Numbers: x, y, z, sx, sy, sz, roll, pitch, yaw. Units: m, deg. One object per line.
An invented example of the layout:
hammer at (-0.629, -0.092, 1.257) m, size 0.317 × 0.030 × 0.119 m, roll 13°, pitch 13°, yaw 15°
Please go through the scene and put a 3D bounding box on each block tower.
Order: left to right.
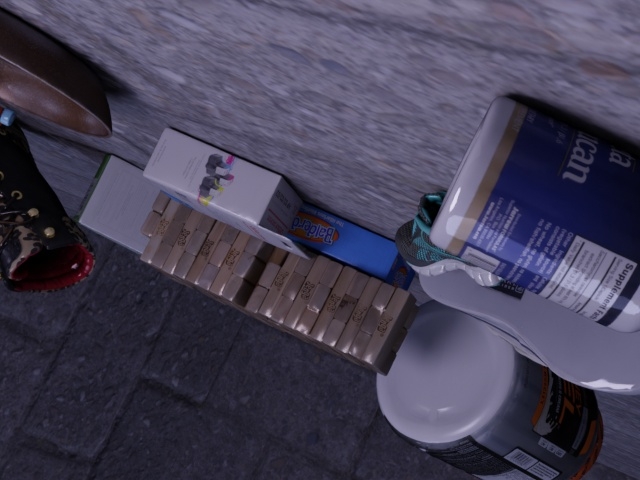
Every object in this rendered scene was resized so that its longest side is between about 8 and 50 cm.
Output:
block tower at (-0.049, 0.048, 1.492) m, size 0.335 × 0.091 × 0.097 m, roll 23°, pitch 172°, yaw 27°

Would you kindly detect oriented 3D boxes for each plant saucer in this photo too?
plant saucer at (-0.338, -0.193, 1.304) m, size 0.310 × 0.050 × 0.310 m, roll 26°, pitch 174°, yaw 3°

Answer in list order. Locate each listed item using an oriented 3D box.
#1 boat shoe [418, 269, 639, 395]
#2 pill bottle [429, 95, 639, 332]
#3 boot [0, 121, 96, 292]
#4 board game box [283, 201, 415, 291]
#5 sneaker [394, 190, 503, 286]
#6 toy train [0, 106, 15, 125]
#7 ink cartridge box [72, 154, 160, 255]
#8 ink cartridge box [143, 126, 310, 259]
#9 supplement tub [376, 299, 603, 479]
boat shoe at (0.198, 0.064, 1.118) m, size 0.088 × 0.096 × 0.267 m, roll 27°, pitch 175°, yaw -43°
pill bottle at (0.155, -0.006, 0.740) m, size 0.169 × 0.094 × 0.094 m, roll 25°, pitch 173°, yaw 2°
boot at (-0.485, -0.075, 1.884) m, size 0.284 × 0.138 × 0.377 m, roll 54°, pitch -173°, yaw 20°
board game box at (0.000, 0.000, 1.528) m, size 0.210 × 0.047 × 0.160 m, roll 25°, pitch 173°, yaw 15°
sneaker at (0.103, -0.012, 1.087) m, size 0.076 × 0.065 × 0.166 m, roll 46°, pitch 163°, yaw -21°
toy train at (-0.423, -0.163, 1.439) m, size 0.166 × 0.046 × 0.125 m, roll 25°, pitch 173°, yaw 0°
ink cartridge box at (-0.240, -0.030, 1.914) m, size 0.209 × 0.109 × 0.062 m, roll 27°, pitch 173°, yaw -17°
ink cartridge box at (-0.087, -0.049, 1.415) m, size 0.181 × 0.062 × 0.104 m, roll 24°, pitch 173°, yaw 16°
supplement tub at (0.223, 0.203, 1.640) m, size 0.193 × 0.194 × 0.316 m, roll 20°, pitch 171°, yaw 39°
